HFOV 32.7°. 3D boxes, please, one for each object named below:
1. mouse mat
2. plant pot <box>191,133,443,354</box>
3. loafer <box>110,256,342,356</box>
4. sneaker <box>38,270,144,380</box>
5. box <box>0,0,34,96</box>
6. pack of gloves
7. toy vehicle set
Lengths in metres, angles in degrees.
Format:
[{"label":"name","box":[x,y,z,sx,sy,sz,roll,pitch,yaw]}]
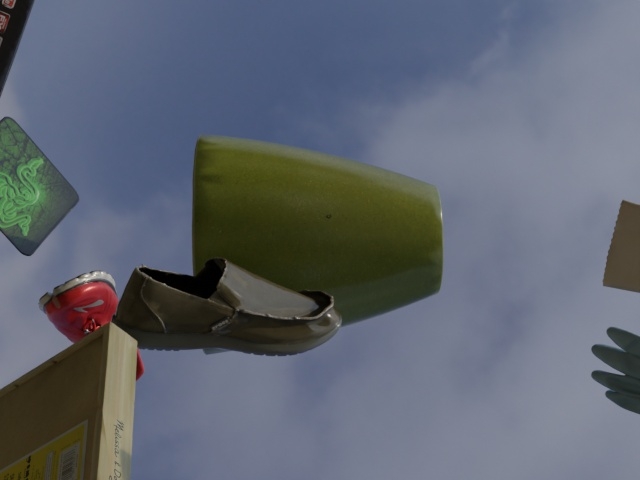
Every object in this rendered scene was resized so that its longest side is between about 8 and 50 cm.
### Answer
[{"label":"mouse mat","box":[-0.397,-0.075,1.429,0.007,0.152,0.189,-32,-163,25]},{"label":"plant pot","box":[0.000,0.000,1.361,0.293,0.275,0.275,-2,-117,0]},{"label":"loafer","box":[-0.092,0.067,1.148,0.094,0.251,0.087,-143,-123,-62]},{"label":"sneaker","box":[-0.315,0.136,1.588,0.107,0.279,0.118,-31,-116,-4]},{"label":"box","box":[-0.357,-0.285,0.868,0.073,0.293,0.295,13,-96,59]},{"label":"pack of gloves","box":[0.360,0.077,0.954,0.232,0.046,0.195,14,-69,19]},{"label":"toy vehicle set","box":[-0.223,0.204,0.862,0.166,0.035,0.267,-31,-143,20]}]
